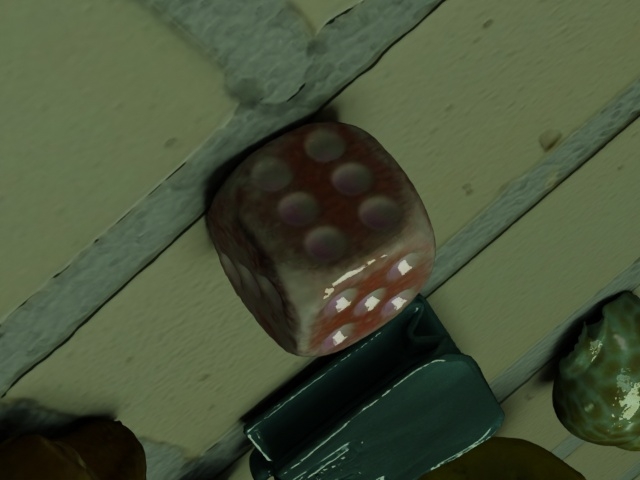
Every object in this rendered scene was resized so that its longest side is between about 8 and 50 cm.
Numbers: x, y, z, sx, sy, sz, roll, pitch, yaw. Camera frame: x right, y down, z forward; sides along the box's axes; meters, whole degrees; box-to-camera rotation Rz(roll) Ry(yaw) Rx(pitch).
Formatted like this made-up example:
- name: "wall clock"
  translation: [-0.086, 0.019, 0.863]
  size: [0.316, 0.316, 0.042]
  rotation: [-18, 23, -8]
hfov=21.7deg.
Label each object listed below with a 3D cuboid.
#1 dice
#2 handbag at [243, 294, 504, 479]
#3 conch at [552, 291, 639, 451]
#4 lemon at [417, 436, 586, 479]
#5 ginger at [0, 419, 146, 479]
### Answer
- name: "dice"
  translation: [0.000, 0.000, 0.890]
  size: [0.094, 0.093, 0.091]
  rotation: [-30, 155, -20]
- name: "handbag"
  translation: [0.041, 0.139, 1.235]
  size: [0.179, 0.062, 0.229]
  rotation: [-38, 156, -1]
- name: "conch"
  translation: [0.264, 0.128, 1.492]
  size: [0.116, 0.106, 0.173]
  rotation: [-41, 150, -45]
- name: "lemon"
  translation: [0.152, 0.272, 1.471]
  size: [0.192, 0.192, 0.231]
  rotation: [-27, 160, -24]
- name: "ginger"
  translation: [-0.222, 0.196, 0.919]
  size: [0.309, 0.107, 0.133]
  rotation: [-36, 143, -15]
